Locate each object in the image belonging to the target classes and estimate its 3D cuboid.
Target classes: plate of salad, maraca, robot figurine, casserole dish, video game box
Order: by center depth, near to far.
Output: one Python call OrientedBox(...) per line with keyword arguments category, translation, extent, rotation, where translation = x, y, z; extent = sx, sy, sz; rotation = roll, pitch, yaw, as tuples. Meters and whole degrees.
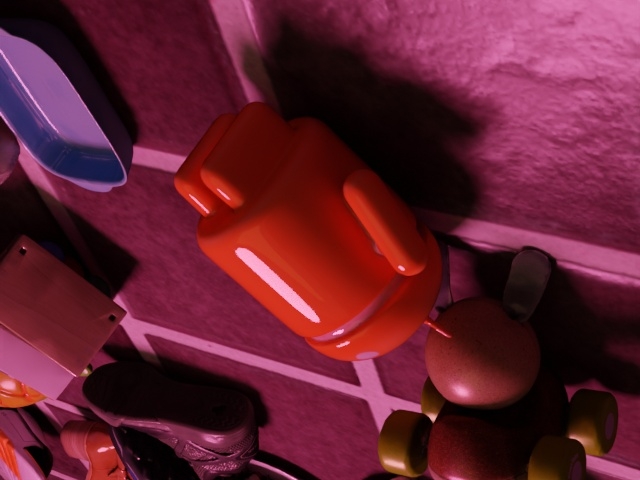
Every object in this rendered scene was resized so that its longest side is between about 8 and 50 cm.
OrientedBox(category="robot figurine", translation=(0.001, 0.000, 0.833), extent=(0.158, 0.128, 0.219), rotation=(-37, 114, 24))
OrientedBox(category="casserole dish", translation=(-0.217, -0.115, 0.944), extent=(0.114, 0.037, 0.188), rotation=(9, 145, 32))
OrientedBox(category="video game box", translation=(-0.383, 0.081, 1.249), extent=(0.187, 0.048, 0.205), rotation=(34, 171, 30))
OrientedBox(category="maraca", translation=(-0.355, 0.140, 1.397), extent=(0.185, 0.099, 0.127), rotation=(-21, 119, 25))
OrientedBox(category="plate of salad", translation=(-0.054, 0.336, 1.470), extent=(0.199, 0.048, 0.200), rotation=(22, 150, 14))

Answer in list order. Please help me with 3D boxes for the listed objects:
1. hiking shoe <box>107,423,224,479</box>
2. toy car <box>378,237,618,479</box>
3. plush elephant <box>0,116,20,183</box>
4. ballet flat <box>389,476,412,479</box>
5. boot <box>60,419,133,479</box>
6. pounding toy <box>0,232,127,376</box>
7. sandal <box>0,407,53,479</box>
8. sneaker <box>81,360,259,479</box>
OrientedBox(category="hiking shoe", translation=(-0.166, 0.324, 1.424), extent=(0.304, 0.113, 0.132), rotation=(51, 137, -1))
OrientedBox(category="toy car", translation=(0.132, 0.088, 0.893), extent=(0.155, 0.149, 0.188), rotation=(5, 113, 32))
OrientedBox(category="plush elephant", translation=(-0.417, -0.081, 0.958), extent=(0.255, 0.272, 0.330), rotation=(41, 180, 8))
OrientedBox(category="ballet flat", translation=(0.057, 0.327, 1.341), extent=(0.086, 0.086, 0.248), rotation=(32, 148, -3))
OrientedBox(category="boot", translation=(-0.259, 0.323, 1.611), extent=(0.152, 0.073, 0.197), rotation=(5, 145, 30))
OrientedBox(category="pounding toy", translation=(-0.312, 0.033, 1.197), extent=(0.206, 0.094, 0.181), rotation=(39, 171, -14))
OrientedBox(category="sandal", translation=(-0.462, 0.281, 1.735), extent=(0.265, 0.076, 0.102), rotation=(38, 141, 29))
OrientedBox(category="sneaker", translation=(-0.170, 0.215, 1.349), extent=(0.227, 0.087, 0.130), rotation=(10, 138, 22))
